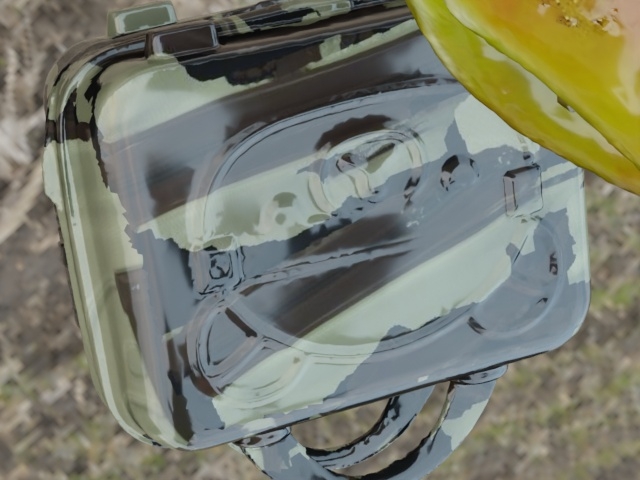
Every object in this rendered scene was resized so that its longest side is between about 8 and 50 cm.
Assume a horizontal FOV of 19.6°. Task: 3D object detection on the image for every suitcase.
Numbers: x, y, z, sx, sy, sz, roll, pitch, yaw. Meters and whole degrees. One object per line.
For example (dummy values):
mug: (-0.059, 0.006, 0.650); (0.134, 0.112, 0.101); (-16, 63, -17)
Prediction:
suitcase: (0.000, 0.000, 1.204); (0.352, 0.194, 0.339); (-14, 108, -20)

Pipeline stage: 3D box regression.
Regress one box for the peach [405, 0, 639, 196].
peach: (0.201, -0.191, 0.790); (0.370, 0.370, 0.370); (-30, 145, -24)
